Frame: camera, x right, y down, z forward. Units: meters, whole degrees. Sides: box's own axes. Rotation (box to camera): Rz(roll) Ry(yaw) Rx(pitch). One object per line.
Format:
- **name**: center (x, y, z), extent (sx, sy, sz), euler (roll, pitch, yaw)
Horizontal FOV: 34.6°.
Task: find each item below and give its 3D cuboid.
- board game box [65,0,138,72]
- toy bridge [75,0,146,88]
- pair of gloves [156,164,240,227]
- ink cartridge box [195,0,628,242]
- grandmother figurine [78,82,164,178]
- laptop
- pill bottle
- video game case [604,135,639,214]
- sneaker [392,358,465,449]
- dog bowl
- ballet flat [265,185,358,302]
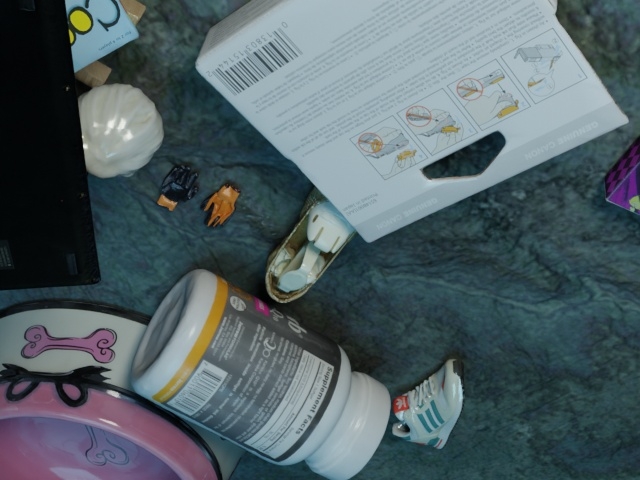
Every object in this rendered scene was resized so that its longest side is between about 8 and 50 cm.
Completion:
- **board game box**: center (-0.282, -0.261, 0.805), extent (0.144, 0.142, 0.275), euler (-31, 128, -5)
- **toy bridge**: center (-0.236, -0.172, 0.999), extent (0.063, 0.026, 0.188), euler (30, 132, -14)
- **pair of gloves**: center (-0.131, -0.047, 1.110), extent (0.083, 0.010, 0.074), euler (26, 135, -10)
- **ink cartridge box**: center (0.081, -0.151, 0.925), extent (0.296, 0.066, 0.261), euler (-26, 124, 32)
- **grandmother figurine**: center (-0.312, -0.096, 1.016), extent (0.342, 0.104, 0.208), euler (-4, 156, 23)
- **laptop**: center (-0.398, -0.153, 0.824), extent (0.408, 0.236, 0.382), euler (-3, 143, -9)
- **pill bottle**: center (-0.066, 0.164, 1.199), extent (0.278, 0.162, 0.162), euler (31, 132, -19)
- **video game case**: center (0.414, -0.082, 0.941), extent (0.210, 0.042, 0.232), euler (23, 134, -9)
- **sneaker**: center (0.130, 0.203, 1.268), extent (0.075, 0.057, 0.161), euler (7, 138, -3)
- **dog bowl**: center (-0.300, 0.269, 1.359), extent (0.408, 0.150, 0.408), euler (6, 135, 6)
- **ballet flat**: center (0.000, 0.000, 1.089), extent (0.073, 0.067, 0.206), euler (24, 133, -10)
